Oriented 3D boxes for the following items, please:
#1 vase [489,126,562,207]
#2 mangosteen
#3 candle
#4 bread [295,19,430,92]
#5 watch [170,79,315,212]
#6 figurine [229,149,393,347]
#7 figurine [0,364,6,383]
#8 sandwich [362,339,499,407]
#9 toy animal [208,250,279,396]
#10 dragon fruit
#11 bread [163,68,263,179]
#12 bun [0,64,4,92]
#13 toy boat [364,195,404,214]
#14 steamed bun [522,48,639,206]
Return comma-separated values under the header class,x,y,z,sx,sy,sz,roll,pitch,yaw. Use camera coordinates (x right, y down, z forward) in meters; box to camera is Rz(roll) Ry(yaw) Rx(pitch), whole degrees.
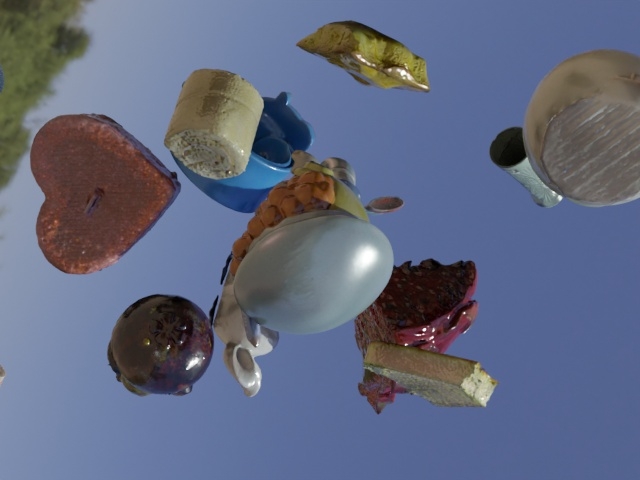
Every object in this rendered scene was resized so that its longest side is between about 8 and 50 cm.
class,x,y,z,sx,sy,sz,roll,pitch,yaw
vase,0.444,-0.147,2.205,0.096,0.219,0.096,-17,-123,28
mangosteen,-0.249,0.172,1.659,0.184,0.173,0.172,86,11,-55
candle,-0.419,-0.087,2.029,0.131,0.287,0.316,-95,-174,-81
bread,0.085,-0.323,1.844,0.161,0.233,0.088,31,-84,45
watch,-0.190,-0.216,2.112,0.241,0.305,0.274,-48,178,24
figurine,0.013,-0.026,1.447,0.382,0.205,0.224,-67,-177,-54
figurine,-0.710,0.243,2.061,0.195,0.111,0.102,45,-49,23
sandwich,0.192,0.219,1.721,0.162,0.193,0.058,-13,-127,52
toy animal,-0.147,0.156,2.191,0.208,0.154,0.325,83,18,-73
dragon fruit,0.212,0.226,2.102,0.228,0.286,0.329,-128,-141,-50
bread,-0.181,-0.202,1.810,0.134,0.148,0.141,-17,-131,44
bun,-0.789,-0.371,2.125,0.283,0.283,0.179,-131,-138,-68
toy boat,0.121,-0.065,2.248,0.122,0.096,0.034,144,-62,-70
steamed bun,0.537,-0.230,1.988,0.309,0.309,0.309,-51,-154,36
